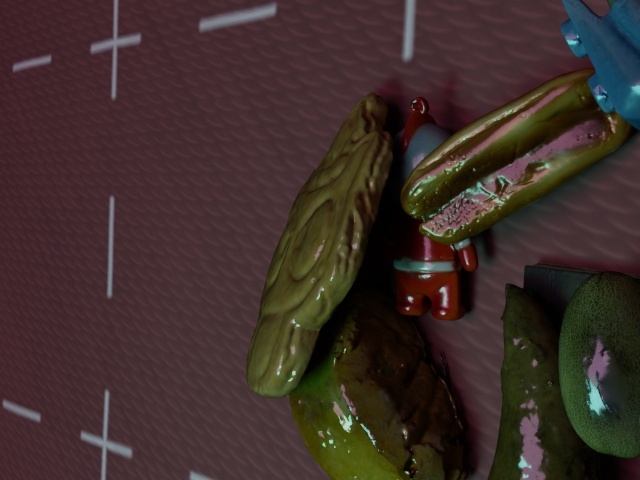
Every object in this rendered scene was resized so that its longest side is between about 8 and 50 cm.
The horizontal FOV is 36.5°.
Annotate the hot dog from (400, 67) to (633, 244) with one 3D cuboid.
[{"bbox_3d":[0.187,-0.084,0.953,0.249,0.068,0.100,-31,104,26],"label":"hot dog"}]

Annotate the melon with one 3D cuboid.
[{"bbox_3d":[0.258,0.107,0.844,0.099,0.099,0.162,-9,81,49],"label":"melon"}]

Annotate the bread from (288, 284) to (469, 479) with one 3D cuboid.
[{"bbox_3d":[0.047,0.177,1.094,0.160,0.147,0.260,-40,60,39],"label":"bread"}]

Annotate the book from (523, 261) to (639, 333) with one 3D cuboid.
[{"bbox_3d":[0.284,0.110,0.907,0.228,0.024,0.160,7,95,49],"label":"book"}]

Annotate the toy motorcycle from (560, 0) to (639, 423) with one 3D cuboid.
[{"bbox_3d":[0.276,-0.020,0.644,0.232,0.172,0.416,-29,72,26],"label":"toy motorcycle"}]

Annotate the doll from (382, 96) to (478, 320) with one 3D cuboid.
[{"bbox_3d":[0.116,-0.035,1.071,0.142,0.076,0.245,1,94,48],"label":"doll"}]

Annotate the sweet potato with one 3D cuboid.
[{"bbox_3d":[0.207,0.253,0.917,0.130,0.130,0.423,-2,89,50],"label":"sweet potato"}]

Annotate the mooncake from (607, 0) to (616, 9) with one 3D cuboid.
[{"bbox_3d":[0.348,-0.244,0.757,0.275,0.135,0.275,5,97,52],"label":"mooncake"}]

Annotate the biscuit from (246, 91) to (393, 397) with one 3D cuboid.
[{"bbox_3d":[-0.004,-0.002,1.109,0.376,0.051,0.269,-70,15,-14],"label":"biscuit"}]
